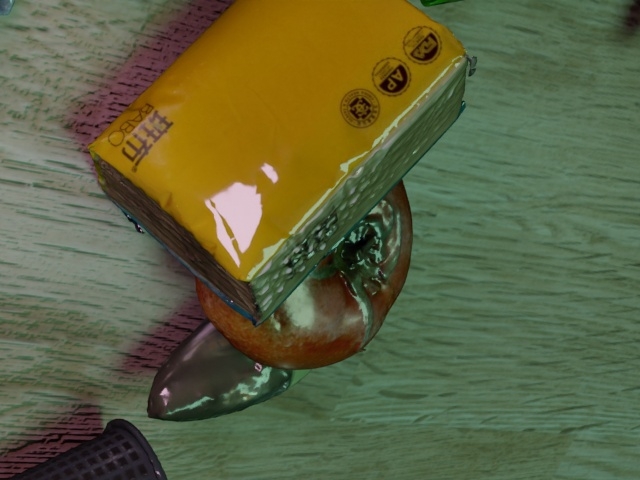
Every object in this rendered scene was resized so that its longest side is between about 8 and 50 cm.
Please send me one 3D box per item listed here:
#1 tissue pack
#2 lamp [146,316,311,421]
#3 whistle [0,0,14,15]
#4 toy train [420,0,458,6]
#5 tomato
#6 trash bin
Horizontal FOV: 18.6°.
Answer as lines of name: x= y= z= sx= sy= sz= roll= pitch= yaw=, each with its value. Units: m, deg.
tissue pack: x=-0.032 y=-0.096 z=1.596 sx=0.271 sy=0.192 sz=0.134 roll=-47 pitch=163 yaw=-12
lamp: x=-0.065 y=0.101 z=1.812 sx=0.250 sy=0.101 sz=0.101 roll=-27 pitch=137 yaw=-37
whistle: x=-0.264 y=-0.197 z=1.351 sx=0.180 sy=0.093 sz=0.269 roll=-44 pitch=153 yaw=-58
toy train: x=0.178 y=-0.282 z=1.666 sx=0.188 sy=0.243 sz=0.132 roll=-16 pitch=87 yaw=-45
tomato: x=0.000 y=0.000 z=1.735 sx=0.237 sy=0.095 sz=0.236 roll=-3 pitch=94 yaw=-42
trash bin: x=-0.223 y=0.261 z=1.728 sx=0.161 sy=0.175 sz=0.175 roll=-16 pitch=131 yaw=-27
